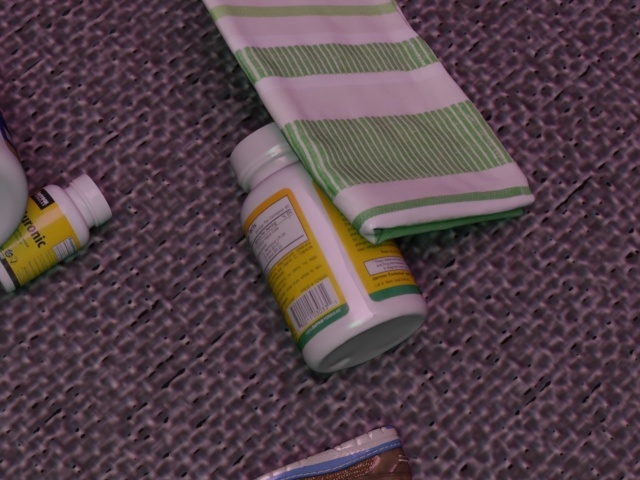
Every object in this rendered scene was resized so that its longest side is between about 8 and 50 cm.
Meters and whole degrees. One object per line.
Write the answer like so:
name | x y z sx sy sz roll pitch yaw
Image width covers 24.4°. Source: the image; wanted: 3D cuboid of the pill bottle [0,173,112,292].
pill bottle | -0.246 -0.010 1.315 0.116 0.065 0.065 -34 74 -16

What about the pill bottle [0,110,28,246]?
pill bottle | -0.357 -0.110 1.274 0.153 0.153 0.265 -20 52 -11

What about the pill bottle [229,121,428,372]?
pill bottle | 0.000 0.000 1.296 0.117 0.117 0.208 -23 71 -12

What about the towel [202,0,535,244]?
towel | 0.037 -0.146 1.333 0.247 0.038 0.325 -11 63 -45

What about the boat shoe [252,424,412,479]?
boat shoe | -0.006 0.218 1.237 0.183 0.066 0.066 -23 73 -12
